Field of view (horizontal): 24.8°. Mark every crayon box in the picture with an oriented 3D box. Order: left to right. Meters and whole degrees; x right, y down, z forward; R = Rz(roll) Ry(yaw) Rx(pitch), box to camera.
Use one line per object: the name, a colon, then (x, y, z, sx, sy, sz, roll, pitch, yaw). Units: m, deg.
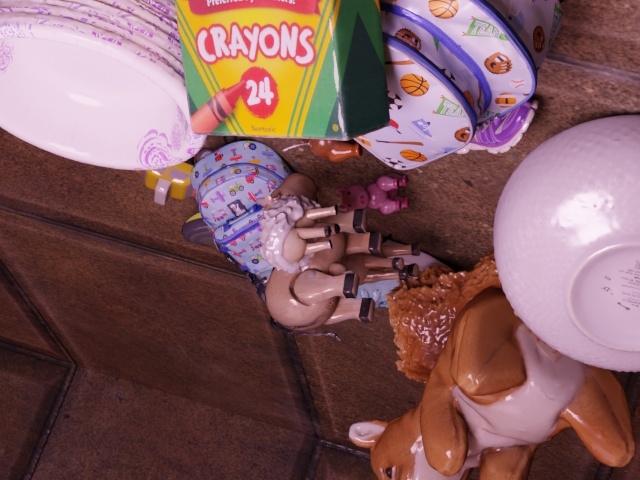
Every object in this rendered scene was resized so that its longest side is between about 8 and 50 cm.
crayon box: (-0.048, -0.260, 1.400, 0.202, 0.319, 0.081, 5, -162, 38)

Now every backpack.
backpack: (-0.105, -0.057, 2.139, 0.158, 0.117, 0.173, -25, 130, 20)
backpack: (0.106, -0.215, 1.507, 0.276, 0.213, 0.263, 34, 144, -25)

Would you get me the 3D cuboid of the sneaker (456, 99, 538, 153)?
sneaker: (0.192, -0.147, 1.769, 0.071, 0.068, 0.170, 40, 153, -29)

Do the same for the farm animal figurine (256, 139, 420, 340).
farm animal figurine: (0.000, 0.000, 1.960, 0.172, 0.327, 0.330, -3, 133, 21)

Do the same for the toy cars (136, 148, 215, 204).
toy cars: (-0.291, -0.151, 2.148, 0.176, 0.087, 0.393, -1, 150, 42)

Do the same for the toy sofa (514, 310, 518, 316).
toy sofa: (0.462, 0.087, 1.979, 0.362, 0.150, 0.177, 27, 153, -17)

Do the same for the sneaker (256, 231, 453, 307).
sneaker: (0.058, 0.071, 2.293, 0.366, 0.150, 0.135, 22, 160, -6)

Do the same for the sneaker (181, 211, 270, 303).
sneaker: (-0.089, 0.037, 2.379, 0.300, 0.121, 0.111, 19, 158, 1)

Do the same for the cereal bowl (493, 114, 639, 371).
cereal bowl: (0.370, 0.028, 1.718, 0.339, 0.141, 0.339, 6, 126, 8)

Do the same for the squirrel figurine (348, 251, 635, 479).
squirrel figurine: (0.216, 0.217, 2.122, 0.281, 0.397, 0.370, 21, 134, -22)

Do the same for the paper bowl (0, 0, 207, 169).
paper bowl: (-0.241, -0.205, 1.565, 0.284, 0.148, 0.284, 13, 155, 6)
